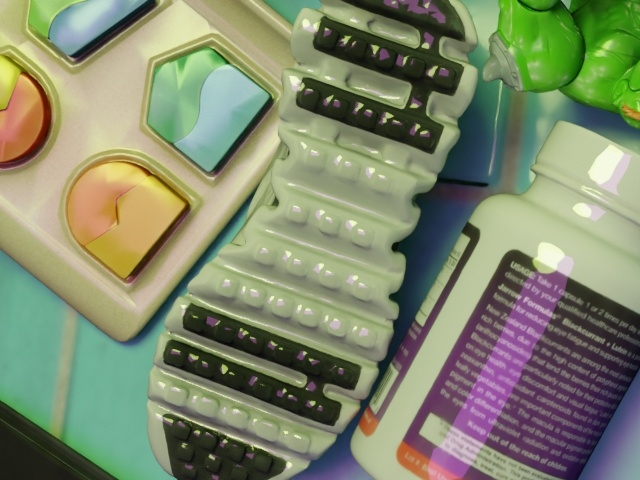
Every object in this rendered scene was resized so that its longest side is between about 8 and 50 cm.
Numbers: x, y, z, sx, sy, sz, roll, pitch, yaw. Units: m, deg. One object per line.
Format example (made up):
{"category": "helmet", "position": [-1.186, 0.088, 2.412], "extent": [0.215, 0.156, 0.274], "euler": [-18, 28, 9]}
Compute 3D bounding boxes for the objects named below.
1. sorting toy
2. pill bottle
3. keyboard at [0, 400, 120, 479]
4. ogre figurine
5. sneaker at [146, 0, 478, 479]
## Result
{"category": "sorting toy", "position": [-0.124, -0.074, 0.765], "extent": [0.193, 0.038, 0.208], "euler": [39, 99, -1]}
{"category": "pill bottle", "position": [0.104, 0.044, 0.670], "extent": [0.108, 0.108, 0.193], "euler": [30, 95, 18]}
{"category": "keyboard", "position": [-0.136, 0.236, 0.757], "extent": [0.317, 0.033, 0.201], "euler": [30, 90, 24]}
{"category": "ogre figurine", "position": [0.157, -0.113, 0.651], "extent": [0.097, 0.197, 0.118], "euler": [40, 118, 36]}
{"category": "sneaker", "position": [0.000, 0.000, 0.711], "extent": [0.110, 0.118, 0.292], "euler": [26, 103, 0]}
